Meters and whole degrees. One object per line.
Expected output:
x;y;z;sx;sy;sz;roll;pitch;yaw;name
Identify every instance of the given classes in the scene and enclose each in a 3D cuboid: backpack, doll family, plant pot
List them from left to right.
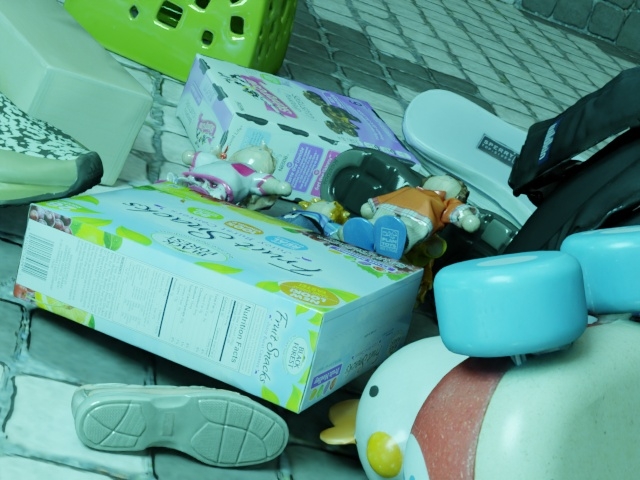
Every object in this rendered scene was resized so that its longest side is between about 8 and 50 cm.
-0.134;-0.308;1.438;0.227;0.207;0.228;24;22;2;plant pot
0.000;0.000;0.987;0.263;0.118;0.163;12;21;26;doll family
0.228;0.017;0.843;0.213;0.263;0.276;33;50;-3;backpack

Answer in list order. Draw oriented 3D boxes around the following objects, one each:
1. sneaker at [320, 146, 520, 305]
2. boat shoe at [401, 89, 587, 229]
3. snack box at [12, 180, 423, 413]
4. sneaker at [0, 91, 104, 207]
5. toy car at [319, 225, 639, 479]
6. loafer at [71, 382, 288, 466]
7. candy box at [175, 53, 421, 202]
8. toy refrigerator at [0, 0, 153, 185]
0.120;0.005;1.075;0.267;0.101;0.106;42;18;31;sneaker
0.192;-0.053;1.227;0.258;0.095;0.084;38;-18;10;boat shoe
-0.061;0.027;0.820;0.207;0.070;0.174;18;14;21;snack box
-0.328;-0.156;0.895;0.410;0.182;0.158;27;21;10;sneaker
0.082;0.114;0.708;0.238;0.219;0.210;-4;5;45;toy car
-0.080;0.099;0.721;0.125;0.045;0.039;10;17;-24;loafer
-0.026;-0.099;1.220;0.196;0.070;0.165;13;23;-25;candy box
-0.257;-0.150;1.087;0.102;0.094;0.269;13;22;-42;toy refrigerator
